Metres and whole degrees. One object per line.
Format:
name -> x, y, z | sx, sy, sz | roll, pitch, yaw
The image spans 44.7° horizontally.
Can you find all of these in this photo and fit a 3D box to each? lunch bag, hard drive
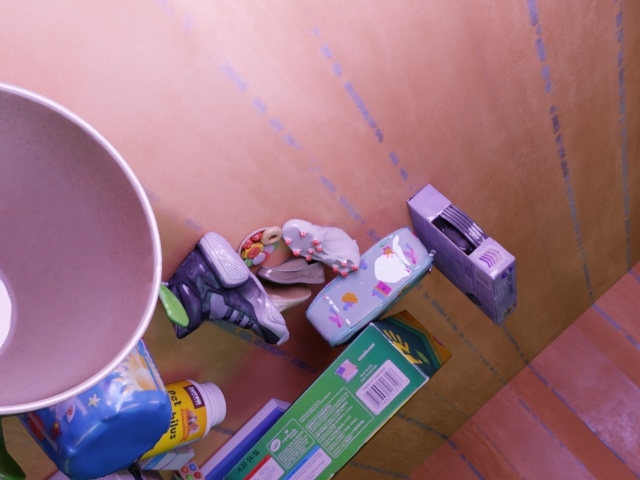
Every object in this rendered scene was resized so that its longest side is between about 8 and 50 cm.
lunch bag -> 0.107, 0.095, 1.557 | 0.279, 0.108, 0.224 | -40, 168, 0
hard drive -> -0.174, 0.515, 1.883 | 0.318, 0.040, 0.210 | -45, 151, 5

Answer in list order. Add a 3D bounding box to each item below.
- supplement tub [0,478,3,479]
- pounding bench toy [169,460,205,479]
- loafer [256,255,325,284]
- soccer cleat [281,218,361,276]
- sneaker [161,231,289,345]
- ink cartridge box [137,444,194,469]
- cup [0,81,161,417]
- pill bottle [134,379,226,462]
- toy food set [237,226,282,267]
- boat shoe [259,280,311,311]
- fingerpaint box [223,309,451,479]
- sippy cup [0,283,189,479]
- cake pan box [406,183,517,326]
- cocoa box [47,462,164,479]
supplement tub -> -0.591, 0.383, 1.050 | 0.272, 0.191, 0.191 | -39, 151, -5
pounding bench toy -> -0.310, 0.537, 1.735 | 0.083, 0.052, 0.065 | -2, 132, -49
loafer -> -0.053, 0.052, 1.407 | 0.148, 0.056, 0.050 | 5, 90, -44
soccer cleat -> 0.000, 0.000, 1.396 | 0.068, 0.076, 0.196 | -27, 141, 32
sneaker -> -0.165, 0.112, 1.276 | 0.153, 0.101, 0.269 | -35, 132, -2
ink cartridge box -> -0.313, 0.394, 1.504 | 0.052, 0.088, 0.122 | -47, 151, 8
cup -> -0.363, 0.039, 0.793 | 0.331, 0.331, 0.237 | -12, 165, -42
pill bottle -> -0.281, 0.323, 1.420 | 0.214, 0.117, 0.117 | -8, 136, -46
toy food set -> -0.104, 0.011, 1.319 | 0.083, 0.020, 0.083 | -21, 144, -34
boat shoe -> -0.097, 0.108, 1.421 | 0.170, 0.063, 0.059 | -4, 137, -35
fingerpaint box -> 0.051, 0.362, 1.655 | 0.445, 0.163, 0.371 | -48, 167, 11
sippy cup -> -0.328, 0.201, 1.093 | 0.240, 0.224, 0.306 | -10, 137, -45
cake pan box -> 0.293, 0.031, 1.597 | 0.070, 0.245, 0.267 | -42, 150, -8
cocoa box -> -0.365, 0.588, 1.435 | 0.231, 0.347, 0.228 | -41, 151, -3
